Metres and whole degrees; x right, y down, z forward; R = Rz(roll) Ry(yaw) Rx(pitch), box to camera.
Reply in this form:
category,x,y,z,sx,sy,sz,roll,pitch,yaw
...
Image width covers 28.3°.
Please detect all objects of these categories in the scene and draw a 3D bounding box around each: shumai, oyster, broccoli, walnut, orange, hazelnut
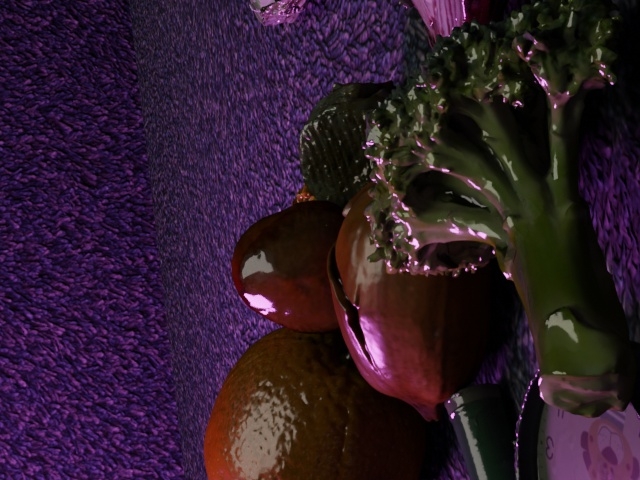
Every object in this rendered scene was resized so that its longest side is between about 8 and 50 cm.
category,x,y,z,sx,sy,sz,roll,pitch,yaw
shumai,0.058,-0.134,1.762,0.142,0.184,0.184,-50,-35,-65
oyster,-0.041,-0.429,2.084,0.199,0.087,0.252,-101,24,-50
broccoli,0.185,-0.013,1.279,0.353,0.274,0.397,91,165,-84
walnut,0.116,0.077,1.562,0.209,0.209,0.336,-138,37,-65
orange,-0.004,0.282,1.807,0.322,0.322,0.357,-112,34,-42
hazelnut,-0.012,0.025,1.704,0.186,0.210,0.210,107,152,-52

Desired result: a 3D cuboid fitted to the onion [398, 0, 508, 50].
category,x,y,z,sx,sy,sz,roll,pitch,yaw
onion,0.160,-0.335,1.408,0.267,0.159,0.349,42,158,60

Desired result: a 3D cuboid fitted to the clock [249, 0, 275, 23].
category,x,y,z,sx,sy,sz,roll,pitch,yaw
clock,-0.099,-0.511,2.295,0.244,0.056,0.244,176,90,-72

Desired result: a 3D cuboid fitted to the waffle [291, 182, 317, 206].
category,x,y,z,sx,sy,sz,roll,pitch,yaw
waffle,0.000,0.000,2.092,0.197,0.070,0.193,-124,35,-57

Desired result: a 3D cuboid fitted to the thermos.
category,x,y,z,sx,sy,sz,roll,pitch,yaw
thermos,0.214,0.269,1.517,0.073,0.083,0.188,73,-178,-64

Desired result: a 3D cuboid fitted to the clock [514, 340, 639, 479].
category,x,y,z,sx,sy,sz,roll,pitch,yaw
clock,0.290,0.254,1.279,0.312,0.061,0.313,176,90,-72
